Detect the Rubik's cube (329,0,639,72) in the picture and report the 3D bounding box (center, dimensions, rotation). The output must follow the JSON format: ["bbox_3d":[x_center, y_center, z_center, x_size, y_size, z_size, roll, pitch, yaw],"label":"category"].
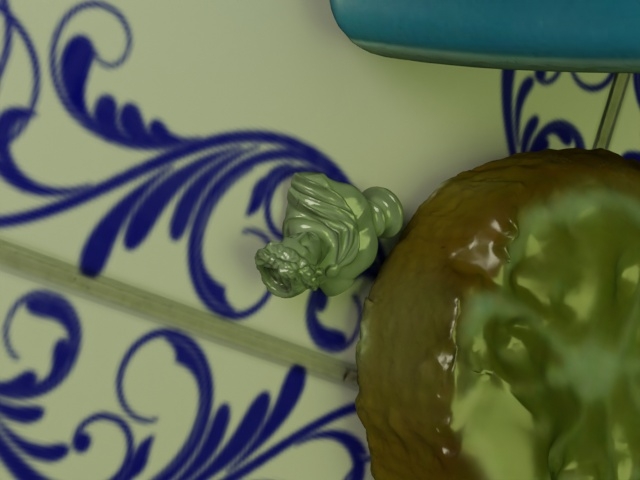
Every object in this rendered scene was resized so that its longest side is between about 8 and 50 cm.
[{"bbox_3d":[0.213,-0.262,0.617,0.352,0.347,0.351,-15,106,-36],"label":"Rubik's cube"}]

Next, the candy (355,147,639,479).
[{"bbox_3d":[0.138,0.073,0.757,0.260,0.118,0.260,-4,96,-38],"label":"candy"}]

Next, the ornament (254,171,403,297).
[{"bbox_3d":[0.002,-0.001,0.688,0.092,0.041,0.068,-57,132,-29],"label":"ornament"}]
